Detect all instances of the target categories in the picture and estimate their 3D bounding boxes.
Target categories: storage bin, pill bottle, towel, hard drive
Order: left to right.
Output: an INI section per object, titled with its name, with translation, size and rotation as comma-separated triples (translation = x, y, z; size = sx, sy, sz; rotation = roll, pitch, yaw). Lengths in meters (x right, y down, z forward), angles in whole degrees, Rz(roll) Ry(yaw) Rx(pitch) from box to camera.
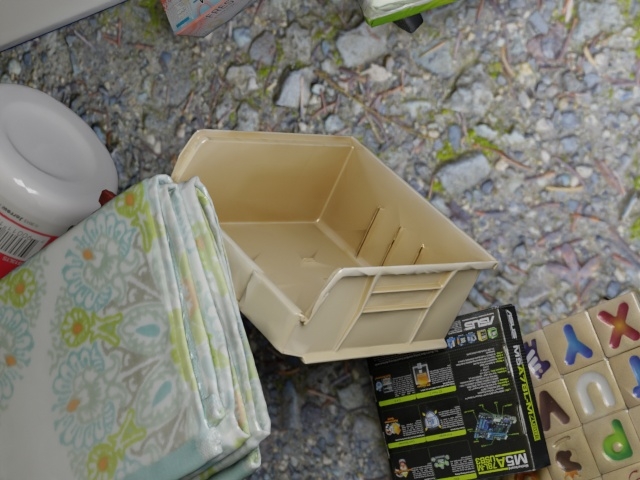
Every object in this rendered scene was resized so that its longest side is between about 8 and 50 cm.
[pill bottle]
translation = -0.469, 0.003, 1.872
size = 0.407, 0.229, 0.229
rotation = -45, 70, 27
[hard drive]
translation = -0.345, -0.395, 1.872
size = 0.319, 0.040, 0.210
rotation = -14, 86, 33
[towel]
translation = -0.226, 0.145, 1.453
size = 0.374, 0.090, 0.320
rotation = -32, 60, 28
[storage bin]
translation = 0.000, 0.000, 1.523
size = 0.262, 0.260, 0.123
rotation = 44, 120, 35

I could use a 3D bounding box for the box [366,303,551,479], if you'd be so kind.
[box]
translation = 0.150, 0.180, 1.585
size = 0.191, 0.045, 0.184
rotation = -18, 83, 36

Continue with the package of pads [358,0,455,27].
[package of pads]
translation = 0.154, -0.374, 1.443
size = 0.297, 0.101, 0.229
rotation = -17, 84, 2

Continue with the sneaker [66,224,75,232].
[sneaker]
translation = -0.242, 0.006, 1.603
size = 0.109, 0.040, 0.043
rotation = 29, 93, 24

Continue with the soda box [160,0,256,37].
[soda box]
translation = -0.107, -0.314, 1.710
size = 0.183, 0.063, 0.058
rotation = -28, 79, 32

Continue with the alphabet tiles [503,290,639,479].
[alphabet tiles]
translation = 0.325, 0.242, 1.502
size = 0.285, 0.011, 0.342
rotation = -26, 80, 32

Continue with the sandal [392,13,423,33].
[sandal]
translation = 0.045, -0.347, 1.597
size = 0.054, 0.097, 0.254
rotation = -33, 75, 3

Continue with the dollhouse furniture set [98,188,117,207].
[dollhouse furniture set]
translation = -0.217, 0.122, 1.735
size = 0.152, 0.201, 0.374
rotation = 37, 114, 25

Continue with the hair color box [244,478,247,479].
[hair color box]
translation = -0.188, 0.358, 1.650
size = 0.185, 0.339, 0.110
rotation = 28, 109, 28
